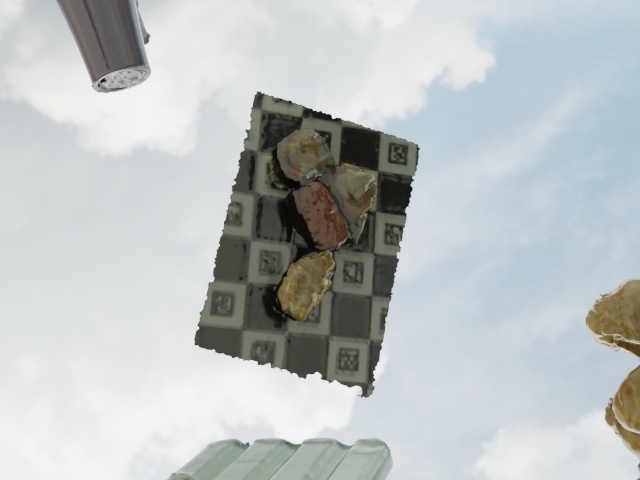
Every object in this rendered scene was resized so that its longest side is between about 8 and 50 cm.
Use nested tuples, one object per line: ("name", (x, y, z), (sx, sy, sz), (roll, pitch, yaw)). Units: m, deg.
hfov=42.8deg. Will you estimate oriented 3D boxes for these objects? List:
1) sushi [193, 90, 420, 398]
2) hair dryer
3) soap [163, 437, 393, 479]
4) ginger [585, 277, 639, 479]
("sushi", (0.000, 0.000, 0.578), (0.139, 0.031, 0.201), (16, -104, -16))
("hair dryer", (-0.248, -0.294, 0.979), (0.121, 0.361, 0.301), (-19, -95, 0))
("soap", (-0.058, 0.228, 0.561), (0.172, 0.095, 0.289), (-6, -175, 20))
("ginger", (0.399, 0.094, 0.799), (0.236, 0.166, 0.375), (-3, -148, 36))
